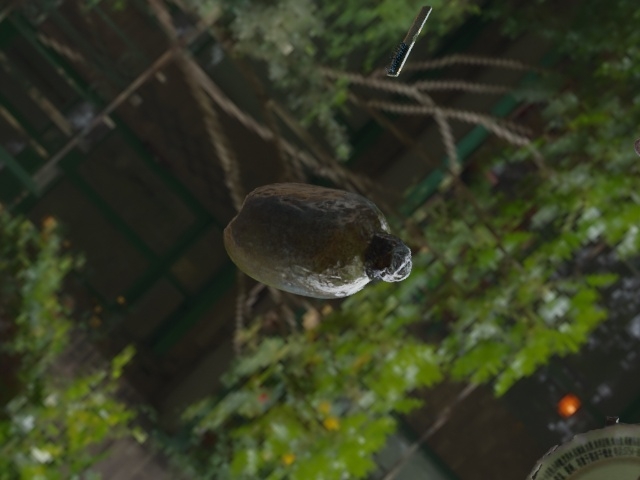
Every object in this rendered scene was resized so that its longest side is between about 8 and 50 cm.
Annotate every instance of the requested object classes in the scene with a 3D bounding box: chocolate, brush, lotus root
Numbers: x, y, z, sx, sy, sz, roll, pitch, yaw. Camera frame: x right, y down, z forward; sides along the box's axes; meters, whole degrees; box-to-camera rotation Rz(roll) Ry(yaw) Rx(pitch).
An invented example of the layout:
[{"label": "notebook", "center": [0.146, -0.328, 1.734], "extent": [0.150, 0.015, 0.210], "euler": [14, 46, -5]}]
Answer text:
[{"label": "chocolate", "center": [0.289, 0.253, 1.320], "extent": [0.221, 0.221, 0.147], "euler": [-40, 169, 19]}, {"label": "brush", "center": [0.087, -0.200, 1.462], "extent": [0.016, 0.013, 0.084], "euler": [8, -115, 56]}, {"label": "lotus root", "center": [0.000, 0.000, 1.326], "extent": [0.192, 0.088, 0.113], "euler": [14, -130, 39]}]

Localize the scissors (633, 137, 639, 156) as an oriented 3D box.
[{"label": "scissors", "center": [0.404, -0.007, 1.210], "extent": [0.160, 0.317, 0.024], "euler": [-48, 161, 15]}]
